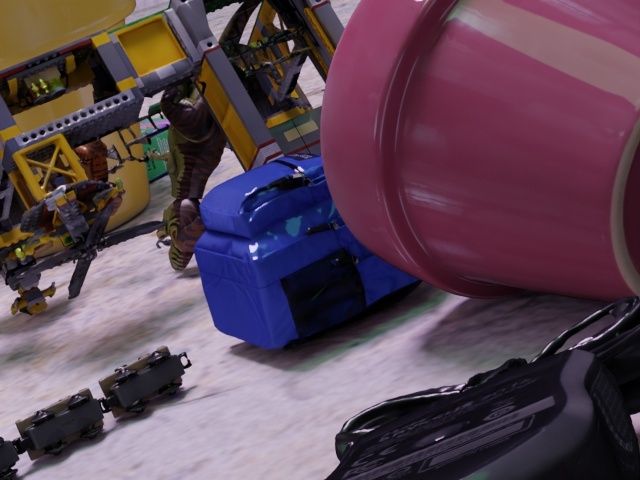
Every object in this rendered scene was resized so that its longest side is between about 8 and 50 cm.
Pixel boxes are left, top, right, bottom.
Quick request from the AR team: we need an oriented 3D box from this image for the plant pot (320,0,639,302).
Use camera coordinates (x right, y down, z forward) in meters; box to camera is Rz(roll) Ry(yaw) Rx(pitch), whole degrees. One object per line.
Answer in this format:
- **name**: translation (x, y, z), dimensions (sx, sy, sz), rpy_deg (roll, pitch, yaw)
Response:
- **plant pot**: translation (0.131, -0.052, 0.954), dimensions (0.201, 0.201, 0.180), rpy_deg (-26, 31, -28)

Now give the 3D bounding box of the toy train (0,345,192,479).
- **toy train**: translation (-0.138, 0.099, 1.023), dimensions (0.158, 0.027, 0.036), rpy_deg (-27, 5, -29)

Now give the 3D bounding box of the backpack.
- **backpack**: translation (0.000, 0.000, 1.074), dimensions (0.120, 0.101, 0.098), rpy_deg (-21, 20, -23)

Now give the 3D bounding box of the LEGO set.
- **LEGO set**: translation (-0.090, -0.033, 1.278), dimensions (0.331, 0.192, 0.255), rpy_deg (-23, -15, -29)

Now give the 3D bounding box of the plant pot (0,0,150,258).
- **plant pot**: translation (-0.256, -0.115, 1.557), dimensions (0.254, 0.239, 0.254), rpy_deg (-17, 14, 4)

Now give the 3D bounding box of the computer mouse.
- **computer mouse**: translation (0.069, 0.093, 0.692), dimensions (0.188, 0.072, 0.272), rpy_deg (-23, 2, 18)

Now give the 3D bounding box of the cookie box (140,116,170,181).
- **cookie box**: translation (-0.170, -0.077, 1.713), dimensions (0.092, 0.040, 0.107), rpy_deg (-4, 20, 43)
